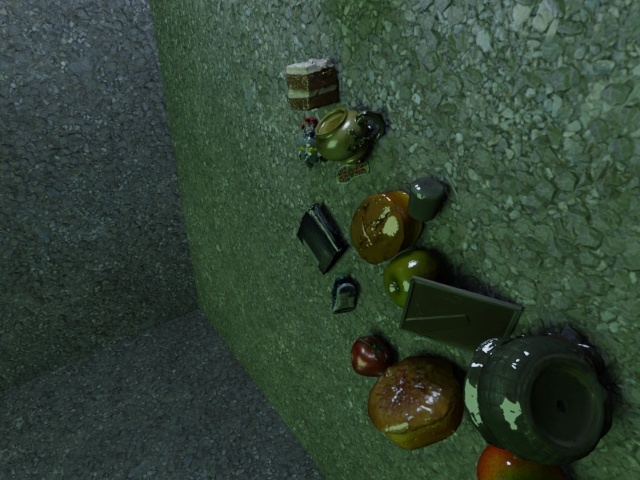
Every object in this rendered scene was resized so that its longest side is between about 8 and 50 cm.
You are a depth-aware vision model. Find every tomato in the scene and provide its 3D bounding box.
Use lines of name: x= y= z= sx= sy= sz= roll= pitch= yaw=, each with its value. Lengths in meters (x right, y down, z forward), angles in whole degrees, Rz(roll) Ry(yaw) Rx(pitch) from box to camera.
tomato: x=0.186 y=0.444 z=1.672 sx=0.167 sy=0.167 sz=0.168 roll=35 pitch=136 yaw=43

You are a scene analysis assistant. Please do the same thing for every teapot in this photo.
teapot: x=0.092 y=-0.311 z=1.377 sx=0.269 sy=0.173 sz=0.182 roll=-16 pitch=133 yaw=35

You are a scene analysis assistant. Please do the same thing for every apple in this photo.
apple: x=0.282 y=0.123 z=1.325 sx=0.196 sy=0.156 sz=0.197 roll=34 pitch=130 yaw=53

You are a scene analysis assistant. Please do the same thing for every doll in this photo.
doll: x=-0.037 y=-0.349 z=1.622 sx=0.104 sy=0.062 sz=0.195 roll=8 pitch=113 yaw=13

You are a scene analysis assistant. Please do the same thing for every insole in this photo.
insole: x=0.107 y=-0.235 z=1.520 sx=0.193 sy=0.006 sz=0.065 roll=-9 pitch=101 yaw=59

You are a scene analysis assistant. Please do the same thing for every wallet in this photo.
wallet: x=0.000 y=0.000 z=1.787 sx=0.221 sy=0.071 sz=0.262 roll=54 pitch=150 yaw=14

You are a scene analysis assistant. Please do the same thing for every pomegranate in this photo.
pomegranate: x=0.533 y=0.651 z=1.171 sx=0.221 sy=0.220 sz=0.256 roll=64 pitch=-167 yaw=8

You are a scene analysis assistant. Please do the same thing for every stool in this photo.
stool: x=0.290 y=-0.113 z=1.226 sx=0.096 sy=0.096 sz=0.110 roll=43 pitch=145 yaw=36

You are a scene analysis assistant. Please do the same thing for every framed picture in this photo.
framed picture: x=0.374 y=0.217 z=1.223 sx=0.288 sy=0.016 sz=0.213 roll=15 pitch=129 yaw=14

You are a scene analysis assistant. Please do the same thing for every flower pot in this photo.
flower pot: x=0.504 y=0.358 z=1.027 sx=0.302 sy=0.301 sz=0.213 roll=66 pitch=162 yaw=4

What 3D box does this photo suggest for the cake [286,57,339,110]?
cake: x=-0.030 y=-0.508 z=1.437 sx=0.134 sy=0.135 sz=0.147 roll=21 pitch=130 yaw=50

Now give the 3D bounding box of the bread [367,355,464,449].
bread: x=0.301 y=0.509 z=1.410 sx=0.312 sy=0.312 sz=0.173 roll=3 pitch=129 yaw=57

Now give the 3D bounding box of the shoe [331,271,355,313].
shoe: x=0.087 y=0.220 z=1.770 sx=0.106 sy=0.091 sz=0.207 roll=-110 pitch=18 yaw=-44

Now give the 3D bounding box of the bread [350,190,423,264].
bread: x=0.195 y=-0.039 z=1.375 sx=0.196 sy=0.142 sz=0.270 roll=60 pitch=150 yaw=14
